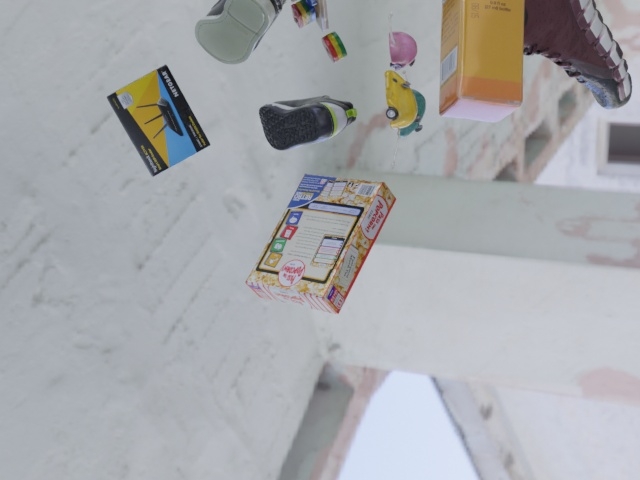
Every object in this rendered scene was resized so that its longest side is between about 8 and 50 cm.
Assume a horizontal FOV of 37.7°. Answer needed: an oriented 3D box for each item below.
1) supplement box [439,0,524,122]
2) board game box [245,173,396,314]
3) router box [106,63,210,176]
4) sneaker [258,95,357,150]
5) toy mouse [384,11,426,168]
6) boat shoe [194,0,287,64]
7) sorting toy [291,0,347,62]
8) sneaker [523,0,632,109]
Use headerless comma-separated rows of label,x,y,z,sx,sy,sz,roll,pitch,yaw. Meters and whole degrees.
supplement box,0.183,-0.257,1.064,0.080,0.078,0.233,145,129,-77
board game box,0.000,0.000,1.311,0.045,0.147,0.193,50,-119,-43
router box,-0.315,-0.234,1.835,0.179,0.133,0.046,61,174,-16
sneaker,-0.018,-0.205,1.619,0.097,0.235,0.084,-23,-70,-29
toy mouse,0.096,-0.174,1.037,0.143,0.031,0.161,-54,-41,-68
boat shoe,-0.100,-0.294,1.227,0.081,0.228,0.068,39,-109,-16
sorting toy,-0.045,-0.411,1.481,0.274,0.046,0.132,61,177,11
sneaker,0.290,-0.255,1.235,0.281,0.162,0.106,52,-174,-31
